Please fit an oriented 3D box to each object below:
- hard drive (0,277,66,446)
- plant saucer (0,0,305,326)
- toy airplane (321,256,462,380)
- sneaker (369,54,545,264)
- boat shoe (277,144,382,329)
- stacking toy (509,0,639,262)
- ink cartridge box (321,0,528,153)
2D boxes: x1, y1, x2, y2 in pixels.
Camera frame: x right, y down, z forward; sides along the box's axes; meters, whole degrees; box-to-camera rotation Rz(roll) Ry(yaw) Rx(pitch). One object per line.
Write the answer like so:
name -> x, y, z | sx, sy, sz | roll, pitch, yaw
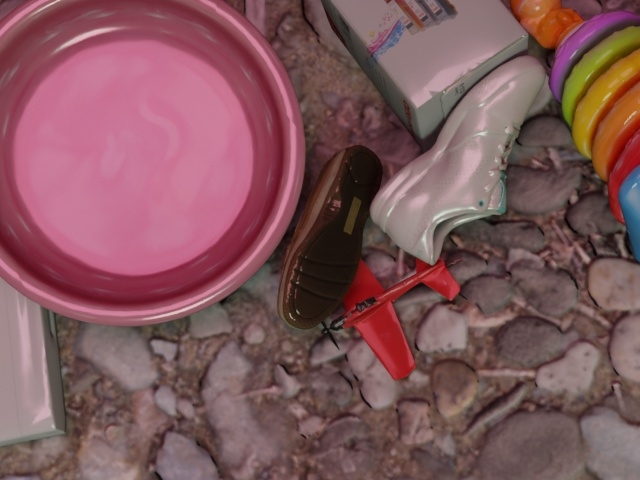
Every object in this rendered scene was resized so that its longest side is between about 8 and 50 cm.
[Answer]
hard drive -> -0.436, 0.110, 1.227 | 0.353, 0.047, 0.233 | -12, 73, 6
plant saucer -> -0.181, -0.084, 1.181 | 0.332, 0.084, 0.332 | 0, 88, -3
toy airplane -> 0.068, 0.052, 1.167 | 0.151, 0.028, 0.151 | -3, 73, 10
sneaker -> 0.147, -0.069, 1.141 | 0.212, 0.080, 0.094 | -49, 66, 10
boat shoe -> 0.000, 0.000, 1.177 | 0.068, 0.072, 0.190 | 37, 65, -27
stacking toy -> 0.273, -0.144, 1.141 | 0.166, 0.175, 0.302 | -36, 58, 2
ink cartridge box -> 0.098, -0.199, 1.180 | 0.127, 0.128, 0.176 | -34, 73, -1
